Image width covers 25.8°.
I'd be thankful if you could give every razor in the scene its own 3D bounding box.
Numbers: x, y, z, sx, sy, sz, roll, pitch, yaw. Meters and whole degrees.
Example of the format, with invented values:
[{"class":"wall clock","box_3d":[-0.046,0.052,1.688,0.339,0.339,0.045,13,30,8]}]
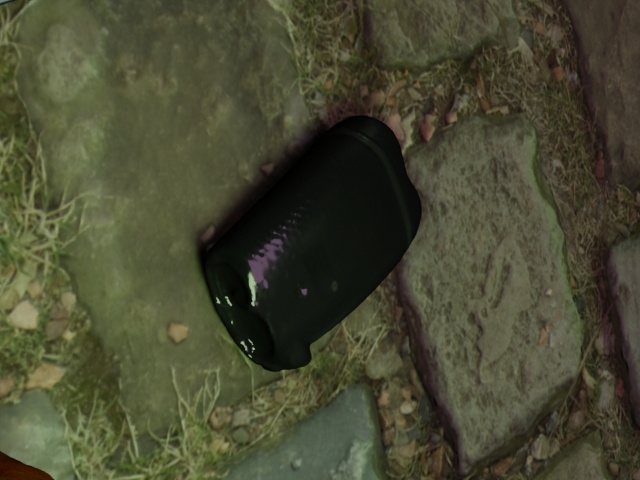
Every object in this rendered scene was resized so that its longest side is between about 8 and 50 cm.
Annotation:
[{"class":"razor","box_3d":[0.002,-0.001,1.774,0.349,0.113,0.204,-47,123,-38]}]

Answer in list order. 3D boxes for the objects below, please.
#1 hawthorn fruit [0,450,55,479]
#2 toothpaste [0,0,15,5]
[{"class":"hawthorn fruit","box_3d":[-0.315,0.313,1.371,0.243,0.207,0.207,47,50,-67]},{"class":"toothpaste","box_3d":[-0.366,-0.261,1.419,0.313,0.089,0.071,-30,116,-45]}]
